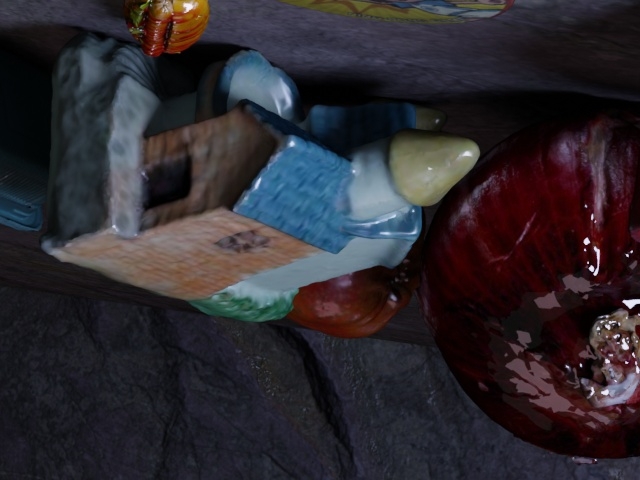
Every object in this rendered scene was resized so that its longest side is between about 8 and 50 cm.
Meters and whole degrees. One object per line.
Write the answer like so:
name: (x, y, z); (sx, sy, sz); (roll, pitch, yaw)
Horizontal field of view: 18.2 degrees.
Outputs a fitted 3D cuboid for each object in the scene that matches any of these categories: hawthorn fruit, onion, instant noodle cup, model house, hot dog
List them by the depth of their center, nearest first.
hot dog: (-0.113, -0.159, 1.444); (0.062, 0.038, 0.144); (11, 172, -7)
onion: (0.232, 0.049, 1.550); (0.314, 0.232, 0.314); (1, 130, 1)
model house: (-0.012, -0.073, 1.568); (0.325, 0.194, 0.267); (-13, 157, 35)
instant noodle cup: (-0.283, -0.102, 1.731); (0.070, 0.157, 0.179); (-20, 160, 22)
hawthorn fruit: (0.000, 0.000, 1.953); (0.200, 0.179, 0.179); (20, 176, 24)

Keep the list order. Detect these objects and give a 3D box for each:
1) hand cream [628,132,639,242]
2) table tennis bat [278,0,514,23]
hand cream: (0.308, -0.058, 1.236); (0.230, 0.149, 0.230); (8, 171, 1)
table tennis bat: (-0.014, -0.182, 1.198); (0.310, 0.038, 0.200); (13, 171, -42)
